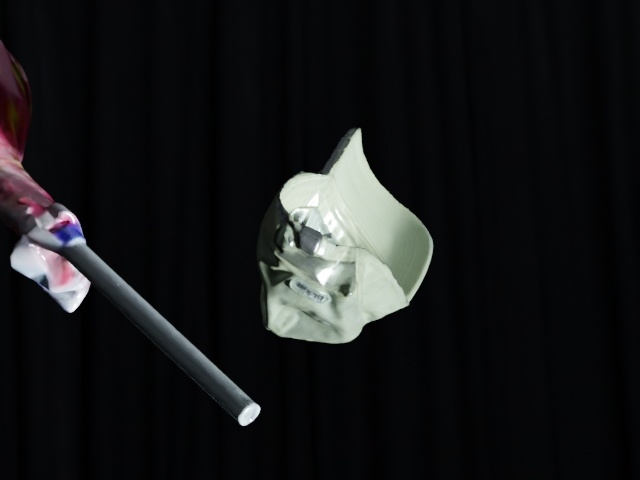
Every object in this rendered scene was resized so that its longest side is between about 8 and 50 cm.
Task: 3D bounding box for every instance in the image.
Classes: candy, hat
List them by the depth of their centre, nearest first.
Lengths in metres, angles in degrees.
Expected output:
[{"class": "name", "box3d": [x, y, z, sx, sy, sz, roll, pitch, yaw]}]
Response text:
[{"class": "hat", "box3d": [0.005, -0.004, 1.122, 0.081, 0.166, 0.122, -19, 118, 29]}, {"class": "candy", "box3d": [-0.159, -0.010, 1.147, 0.124, 0.365, 0.124, -36, 149, -25]}]
